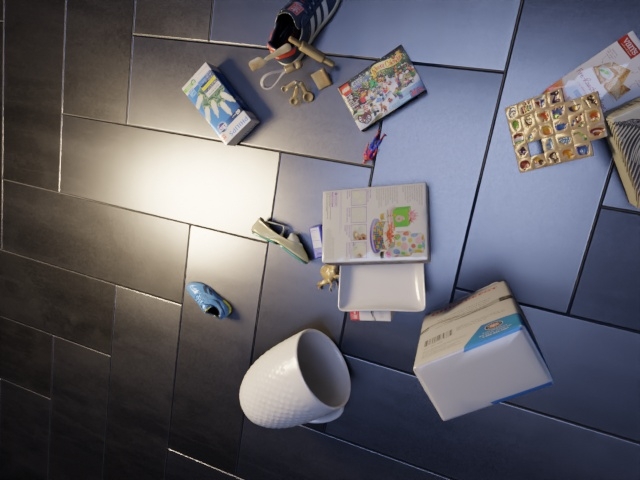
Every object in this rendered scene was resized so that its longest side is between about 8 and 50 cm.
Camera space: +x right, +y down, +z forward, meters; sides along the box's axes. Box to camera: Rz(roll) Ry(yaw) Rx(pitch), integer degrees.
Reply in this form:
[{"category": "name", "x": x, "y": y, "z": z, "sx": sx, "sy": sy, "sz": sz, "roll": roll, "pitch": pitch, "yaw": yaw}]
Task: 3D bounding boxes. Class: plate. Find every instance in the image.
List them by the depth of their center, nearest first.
[{"category": "plate", "x": 0.198, "y": 0.093, "z": 1.401, "sx": 0.277, "sy": 0.045, "sz": 0.278, "roll": -3, "pitch": 73, "yaw": 18}]

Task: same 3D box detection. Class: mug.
[{"category": "mug", "x": -0.076, "y": 0.526, "z": 1.509, "sx": 0.328, "sy": 0.276, "sz": 0.374, "roll": -34, "pitch": 117, "yaw": 26}]

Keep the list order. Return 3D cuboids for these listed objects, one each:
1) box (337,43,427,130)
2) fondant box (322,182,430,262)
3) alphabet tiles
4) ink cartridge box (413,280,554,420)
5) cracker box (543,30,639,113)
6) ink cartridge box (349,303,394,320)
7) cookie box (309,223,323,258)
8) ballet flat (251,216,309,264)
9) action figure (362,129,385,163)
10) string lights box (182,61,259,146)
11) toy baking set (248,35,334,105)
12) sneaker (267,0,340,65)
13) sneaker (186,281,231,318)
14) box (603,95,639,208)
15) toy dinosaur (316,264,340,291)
[{"category": "box", "x": 0.191, "y": -0.472, "z": 1.357, "sx": 0.233, "sy": 0.044, "sz": 0.159, "roll": -29, "pitch": 89, "yaw": 20}, {"category": "fondant box", "x": 0.174, "y": -0.045, "z": 1.367, "sx": 0.330, "sy": 0.096, "sz": 0.238, "roll": -3, "pitch": 78, "yaw": 20}, {"category": "alphabet tiles", "x": 0.641, "y": -0.308, "z": 1.187, "sx": 0.237, "sy": 0.009, "sz": 0.198, "roll": -10, "pitch": 96, "yaw": 50}, {"category": "ink cartridge box", "x": 0.439, "y": 0.286, "z": 1.209, "sx": 0.285, "sy": 0.395, "sz": 0.166, "roll": -29, "pitch": 91, "yaw": 21}, {"category": "cracker box", "x": 0.756, "y": -0.416, "z": 1.164, "sx": 0.232, "sy": 0.067, "sz": 0.155, "roll": -35, "pitch": 87, "yaw": 20}, {"category": "ink cartridge box", "x": 0.175, "y": 0.226, "z": 1.442, "sx": 0.135, "sy": 0.099, "sz": 0.056, "roll": -2, "pitch": 100, "yaw": 19}, {"category": "cookie box", "x": 0.000, "y": 0.000, "z": 1.471, "sx": 0.040, "sy": 0.092, "sz": 0.107, "roll": -9, "pitch": 95, "yaw": 16}, {"category": "ballet flat", "x": -0.131, "y": -0.007, "z": 1.525, "sx": 0.248, "sy": 0.086, "sz": 0.086, "roll": 29, "pitch": 106, "yaw": 13}, {"category": "action figure", "x": 0.168, "y": -0.299, "z": 1.402, "sx": 0.038, "sy": 0.030, "sz": 0.115, "roll": 31, "pitch": 109, "yaw": 7}, {"category": "string lights box", "x": -0.349, "y": -0.474, "z": 1.521, "sx": 0.133, "sy": 0.077, "sz": 0.259, "roll": -40, "pitch": 85, "yaw": 18}, {"category": "toy baking set", "x": -0.084, "y": -0.534, "z": 1.369, "sx": 0.256, "sy": 0.030, "sz": 0.197, "roll": 25, "pitch": 121, "yaw": -30}, {"category": "sneaker", "x": -0.050, "y": -0.718, "z": 1.344, "sx": 0.131, "sy": 0.148, "sz": 0.350, "roll": 34, "pitch": 107, "yaw": 11}, {"category": "sneaker", "x": -0.441, "y": 0.229, "z": 1.661, "sx": 0.209, "sy": 0.082, "sz": 0.069, "roll": 34, "pitch": 109, "yaw": 12}, {"category": "box", "x": 0.834, "y": -0.223, "z": 1.121, "sx": 0.113, "sy": 0.094, "sz": 0.275, "roll": -26, "pitch": 104, "yaw": 20}, {"category": "toy dinosaur", "x": 0.047, "y": 0.110, "z": 1.493, "sx": 0.093, "sy": 0.053, "sz": 0.183, "roll": 32, "pitch": 107, "yaw": 13}]
